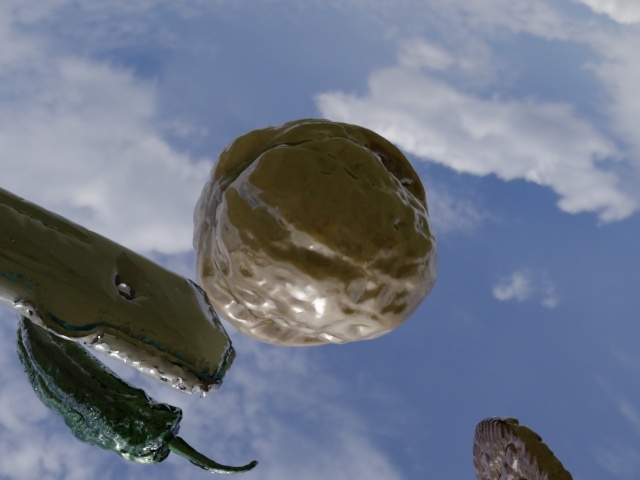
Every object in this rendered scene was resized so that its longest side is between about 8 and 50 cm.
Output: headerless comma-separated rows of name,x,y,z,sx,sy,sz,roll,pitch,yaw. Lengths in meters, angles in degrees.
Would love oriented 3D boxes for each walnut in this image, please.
walnut,0.000,0.000,0.966,0.257,0.257,0.224,1,-163,-27

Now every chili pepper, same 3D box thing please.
chili pepper,-0.187,0.122,0.795,0.279,0.065,0.122,34,-170,31

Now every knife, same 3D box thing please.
knife,-0.190,-0.023,0.342,0.365,0.043,0.089,28,-144,-23

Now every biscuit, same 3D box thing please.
biscuit,0.176,0.232,0.782,0.027,0.187,0.188,-22,-132,-15
